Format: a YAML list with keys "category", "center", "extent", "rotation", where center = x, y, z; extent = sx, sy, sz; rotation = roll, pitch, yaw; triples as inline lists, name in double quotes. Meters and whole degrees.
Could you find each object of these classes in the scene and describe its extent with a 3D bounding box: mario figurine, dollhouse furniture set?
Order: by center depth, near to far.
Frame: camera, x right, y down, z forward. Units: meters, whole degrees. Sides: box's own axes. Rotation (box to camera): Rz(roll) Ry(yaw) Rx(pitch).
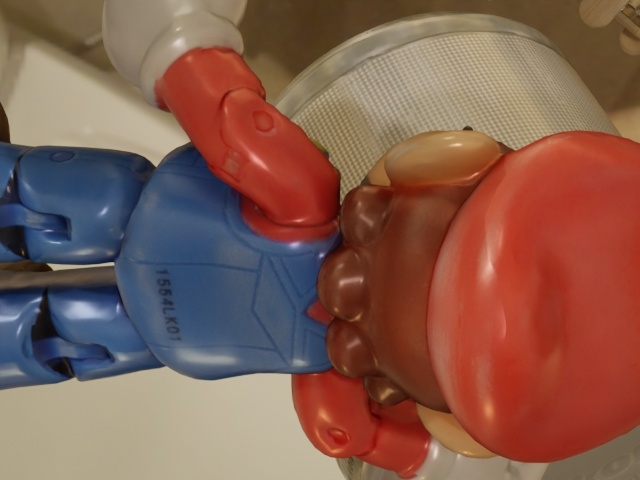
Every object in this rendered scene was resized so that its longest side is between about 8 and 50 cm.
- category: "mario figurine"
  center: [0.000, 0.000, 0.556]
  extent: [0.320, 0.198, 0.170]
  rotation: [4, 67, 20]
- category: "dollhouse furniture set"
  center: [0.308, -0.323, 1.801]
  extent: [0.161, 0.212, 0.242]
  rotation: [-48, 71, 16]

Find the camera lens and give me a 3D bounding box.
- category: "camera lens"
  center: [0.088, 0.027, 0.776]
  extent: [0.219, 0.219, 0.274]
  rotation: [-51, 44, 28]
